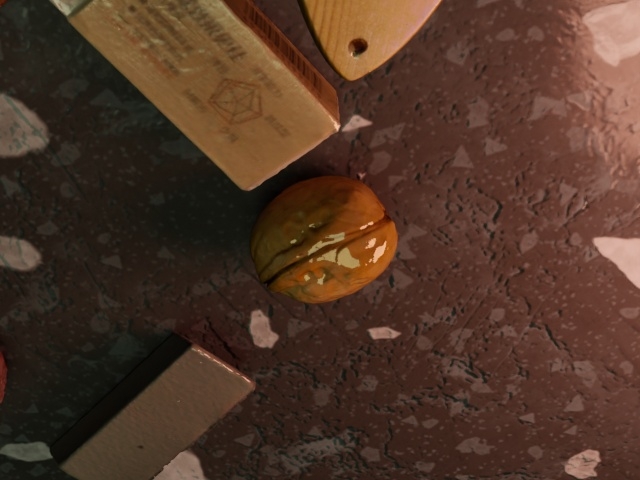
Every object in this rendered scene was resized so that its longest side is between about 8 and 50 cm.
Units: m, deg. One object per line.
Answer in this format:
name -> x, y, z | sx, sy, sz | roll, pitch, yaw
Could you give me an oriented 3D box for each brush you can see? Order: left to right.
brush -> 0.045, -0.294, 1.072 | 0.174, 0.166, 0.267 | 8, 128, -9

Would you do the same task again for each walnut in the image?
walnut -> 0.000, 0.000, 1.323 | 0.180, 0.144, 0.144 | -32, 122, 26

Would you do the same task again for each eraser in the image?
eraser -> -0.232, 0.241, 1.544 | 0.111, 0.077, 0.352 | 36, 120, -22
eraser -> -0.137, -0.210, 1.191 | 0.144, 0.078, 0.343 | -33, 121, 22

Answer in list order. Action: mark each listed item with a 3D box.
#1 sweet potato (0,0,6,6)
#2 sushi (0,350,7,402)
sweet potato -> -0.413, -0.270, 1.155 | 0.202, 0.058, 0.055 | 15, 107, -11
sushi -> -0.486, 0.152, 1.454 | 0.161, 0.107, 0.241 | 0, 128, -6
